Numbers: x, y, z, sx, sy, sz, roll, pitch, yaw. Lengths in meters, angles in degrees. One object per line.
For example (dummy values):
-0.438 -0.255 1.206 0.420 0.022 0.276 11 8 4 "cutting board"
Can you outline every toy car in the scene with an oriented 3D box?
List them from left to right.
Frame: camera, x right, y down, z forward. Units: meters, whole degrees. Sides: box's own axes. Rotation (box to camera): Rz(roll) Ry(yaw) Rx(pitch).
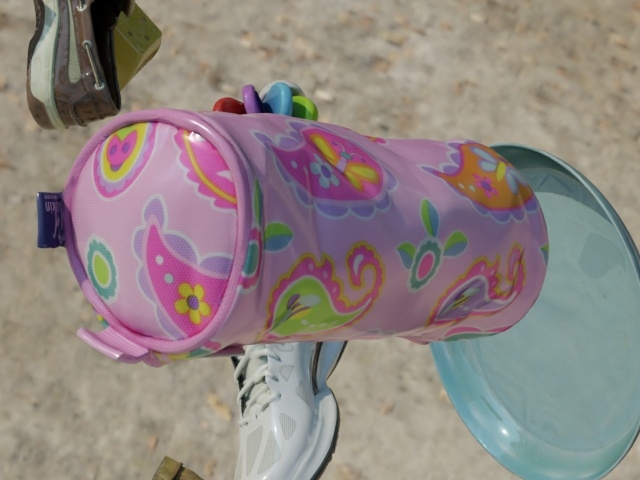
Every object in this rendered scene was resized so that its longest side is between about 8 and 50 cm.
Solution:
-0.097 -0.175 2.337 0.136 0.182 0.159 52 20 -49 "toy car"

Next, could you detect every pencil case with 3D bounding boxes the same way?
0.000 0.000 0.777 0.124 0.124 0.284 41 23 29 "pencil case"

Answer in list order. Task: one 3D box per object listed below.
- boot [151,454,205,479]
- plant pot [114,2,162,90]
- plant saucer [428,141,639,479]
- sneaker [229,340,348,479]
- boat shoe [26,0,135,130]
-0.075 0.343 1.703 0.269 0.089 0.236 26 19 -2 "boot"
-0.210 -0.198 1.585 0.081 0.083 0.081 48 43 -12 "plant pot"
0.199 0.066 1.411 0.043 0.318 0.317 -12 44 -32 "plant saucer"
-0.105 0.163 2.126 0.257 0.169 0.447 42 34 -23 "sneaker"
-0.221 -0.231 1.491 0.095 0.257 0.095 -4 -10 12 "boat shoe"
